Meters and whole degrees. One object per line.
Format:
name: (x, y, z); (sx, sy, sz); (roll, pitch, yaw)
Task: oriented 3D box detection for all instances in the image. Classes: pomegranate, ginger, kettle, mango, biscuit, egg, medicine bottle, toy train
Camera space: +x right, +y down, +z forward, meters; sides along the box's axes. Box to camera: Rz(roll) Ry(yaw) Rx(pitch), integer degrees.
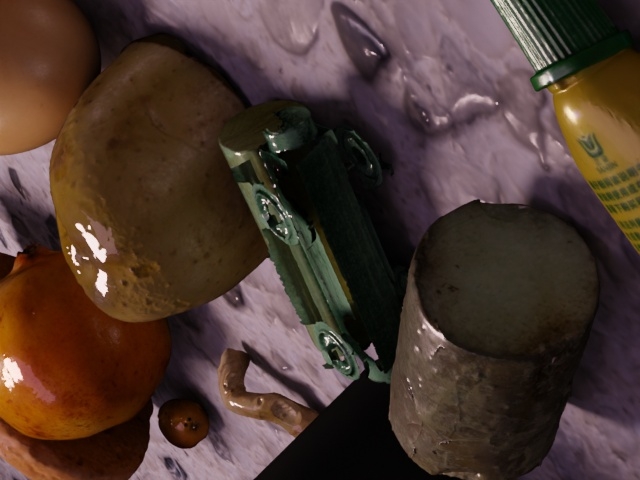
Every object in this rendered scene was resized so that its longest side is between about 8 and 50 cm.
pomegranate: (-0.329, 0.128, 1.855); (0.264, 0.264, 0.264); (36, 150, 25)
ginger: (-0.020, 0.234, 1.739); (0.288, 0.075, 0.089); (35, 155, 19)
kettle: (0.040, 0.317, 1.483); (0.262, 0.308, 0.203); (49, 154, 2)
mango: (-0.197, 0.259, 2.033); (0.077, 0.063, 0.127); (45, 158, -1)
biscuit: (-0.430, 0.174, 2.012); (0.078, 0.350, 0.455); (-43, 86, 19)
egg: (-0.337, -0.189, 1.520); (0.244, 0.201, 0.201); (7, 131, 42)
medicine bottle: (0.197, -0.097, 0.975); (0.309, 0.076, 0.111); (53, 147, -8)
toy train: (-0.007, 0.004, 1.354); (0.189, 0.126, 0.307); (15, 138, 48)

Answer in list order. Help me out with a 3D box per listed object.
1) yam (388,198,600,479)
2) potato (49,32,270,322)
yam: (0.143, 0.099, 1.224); (0.161, 0.161, 0.268); (37, 149, 22)
potato: (-0.172, -0.040, 1.456); (0.242, 0.242, 0.285); (28, 143, 36)
